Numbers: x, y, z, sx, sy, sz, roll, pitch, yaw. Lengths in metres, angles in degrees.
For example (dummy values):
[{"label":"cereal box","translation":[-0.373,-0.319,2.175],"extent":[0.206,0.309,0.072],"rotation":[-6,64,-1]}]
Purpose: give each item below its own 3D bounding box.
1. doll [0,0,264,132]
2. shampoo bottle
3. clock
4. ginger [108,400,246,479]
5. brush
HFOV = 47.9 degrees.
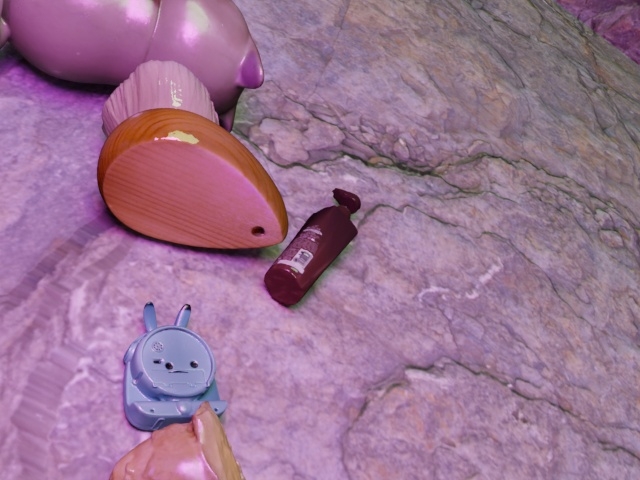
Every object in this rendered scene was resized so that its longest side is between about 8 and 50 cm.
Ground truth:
[{"label":"doll","translation":[-0.267,-0.300,1.004],"extent":[0.370,0.215,0.226],"rotation":[13,63,-23]},{"label":"shampoo bottle","translation":[-0.002,0.000,1.031],"extent":[0.068,0.067,0.236],"rotation":[46,41,-5]},{"label":"clock","translation":[-0.168,0.138,0.811],"extent":[0.108,0.045,0.147],"rotation":[7,50,-31]},{"label":"ginger","translation":[-0.122,0.271,0.705],"extent":[0.122,0.115,0.193],"rotation":[-24,84,-15]},{"label":"brush","translation":[-0.157,-0.095,0.944],"extent":[0.266,0.174,0.166],"rotation":[28,33,-29]}]
